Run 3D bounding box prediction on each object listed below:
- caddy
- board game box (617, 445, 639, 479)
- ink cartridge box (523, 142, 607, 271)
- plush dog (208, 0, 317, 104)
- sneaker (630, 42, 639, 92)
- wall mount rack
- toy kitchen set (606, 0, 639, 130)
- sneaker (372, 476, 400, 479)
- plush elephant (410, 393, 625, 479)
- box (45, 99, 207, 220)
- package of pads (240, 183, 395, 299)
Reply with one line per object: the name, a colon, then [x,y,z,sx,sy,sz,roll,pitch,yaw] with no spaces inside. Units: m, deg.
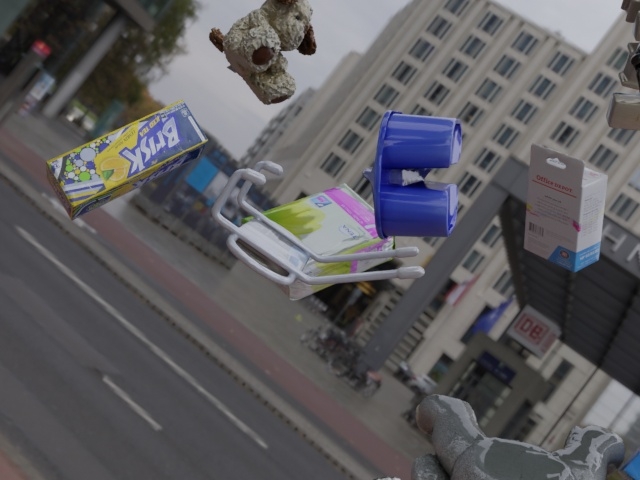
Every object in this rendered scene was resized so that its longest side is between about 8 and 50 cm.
caddy: [0.170,-0.126,1.629,0.179,0.241,0.341,5,8,13]
board game box: [0.519,0.364,1.053,0.302,0.086,0.308,42,1,23]
ink cartridge box: [0.369,-0.058,1.283,0.104,0.061,0.181,31,-46,47]
plush dog: [-0.112,-0.476,1.954,0.210,0.225,0.262,45,-9,23]
sneaker: [0.532,-0.241,1.184,0.227,0.130,0.087,27,-20,49]
wall mount rack: [-0.004,-0.003,1.304,0.304,0.130,0.350,34,10,-1]
toy kitchen set: [0.596,-0.326,1.533,0.122,0.207,0.166,8,37,3]
sneaker: [0.072,0.551,1.553,0.107,0.279,0.118,12,35,-29]
plush elephant: [0.232,0.379,1.030,0.272,0.255,0.330,8,16,6]
box: [-0.213,-0.090,0.941,0.059,0.169,0.054,58,-22,4]
package of pads: [0.000,0.000,1.930,0.229,0.296,0.101,46,-34,40]
